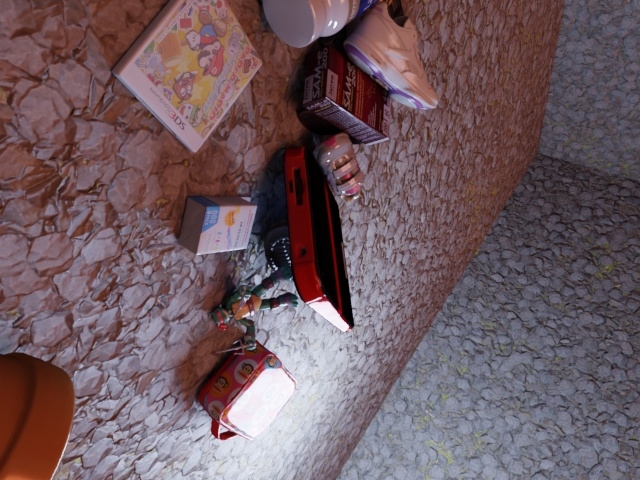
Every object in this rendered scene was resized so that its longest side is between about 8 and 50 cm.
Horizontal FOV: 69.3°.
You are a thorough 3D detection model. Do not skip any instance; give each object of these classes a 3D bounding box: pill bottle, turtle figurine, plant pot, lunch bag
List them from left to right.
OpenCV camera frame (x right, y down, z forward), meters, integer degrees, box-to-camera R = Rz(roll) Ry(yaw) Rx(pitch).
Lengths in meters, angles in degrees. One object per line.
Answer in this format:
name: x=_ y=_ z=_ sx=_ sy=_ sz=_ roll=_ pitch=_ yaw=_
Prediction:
plant pot: x=-0.488 y=0.243 z=0.557 sx=0.290 sy=0.291 sz=0.203 roll=-53 pitch=132 yaw=-19
lunch bag: x=-0.200 y=0.434 z=1.280 sx=0.258 sy=0.120 sz=0.293 roll=-50 pitch=148 yaw=-22
turtle figurine: x=-0.172 y=0.159 z=1.118 sx=0.234 sy=0.118 sz=0.175 roll=-27 pitch=133 yaw=-27
pill bottle: x=0.021 y=-0.490 z=0.889 sx=0.264 sy=0.153 sz=0.153 roll=-47 pitch=146 yaw=-26

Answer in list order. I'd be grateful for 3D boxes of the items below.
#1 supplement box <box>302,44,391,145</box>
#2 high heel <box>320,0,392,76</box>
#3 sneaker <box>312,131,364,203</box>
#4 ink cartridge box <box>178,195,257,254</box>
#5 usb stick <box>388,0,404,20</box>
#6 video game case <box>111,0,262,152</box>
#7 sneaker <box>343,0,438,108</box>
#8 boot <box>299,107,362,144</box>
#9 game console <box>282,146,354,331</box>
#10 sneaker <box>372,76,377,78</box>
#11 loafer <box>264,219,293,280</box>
supplement box: x=0.068 y=-0.326 z=1.071 sx=0.240 sy=0.073 sz=0.130 roll=17 pitch=72 yaw=-46
high heel: x=0.126 y=-0.502 z=1.094 sx=0.261 sy=0.093 sz=0.186 roll=-49 pitch=145 yaw=4
sneaker: x=0.060 y=-0.177 z=1.170 sx=0.103 sy=0.111 sz=0.252 roll=-32 pitch=157 yaw=3
ink cartridge box: x=-0.200 y=-0.036 z=0.979 sx=0.181 sy=0.062 sz=0.104 roll=-9 pitch=120 yaw=-56
usb stick: x=0.155 y=-0.611 z=1.114 sx=0.077 sy=0.045 sz=0.278 roll=-61 pitch=150 yaw=-14
video game case: x=-0.212 y=-0.299 z=0.797 sx=0.226 sy=0.026 sz=0.206 roll=-57 pitch=150 yaw=-12
sneaker: x=0.195 y=-0.408 z=1.055 sx=0.305 sy=0.114 sz=0.152 roll=25 pitch=98 yaw=-42
boot: x=0.030 y=-0.316 z=1.144 sx=0.219 sy=0.082 sz=0.106 roll=11 pitch=76 yaw=-48
game console: x=0.000 y=0.000 z=1.117 sx=0.342 sy=0.060 sz=0.386 roll=57 pitch=24 yaw=-60
sneaker: x=0.200 y=-0.488 z=1.196 sx=0.228 sy=0.086 sz=0.132 roll=-52 pitch=154 yaw=-60
loafer: x=-0.044 y=0.041 z=1.255 sx=0.366 sy=0.134 sz=0.130 roll=57 pitch=27 yaw=-54
